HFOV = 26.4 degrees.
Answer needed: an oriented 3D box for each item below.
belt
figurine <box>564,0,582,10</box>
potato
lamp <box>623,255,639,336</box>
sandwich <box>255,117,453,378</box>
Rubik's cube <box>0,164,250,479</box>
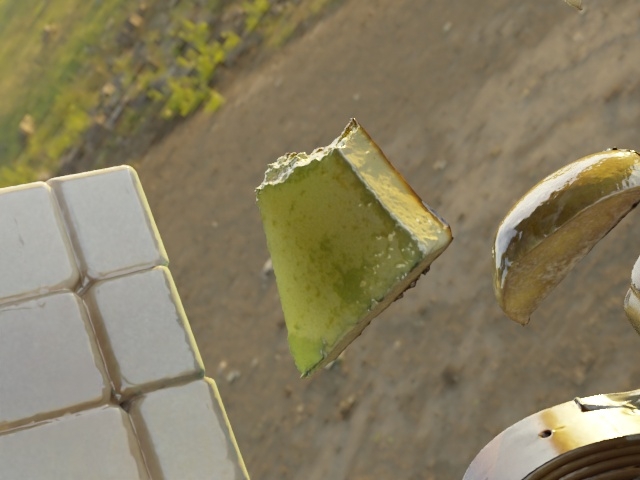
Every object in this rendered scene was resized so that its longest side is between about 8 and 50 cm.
[{"bbox_3d":[0.326,0.280,1.497,0.122,0.338,0.217,-136,38,-71],"label":"belt"},{"bbox_3d":[0.280,-0.307,1.579,0.051,0.083,0.047,-59,24,10],"label":"figurine"},{"bbox_3d":[0.251,-0.025,1.537,0.261,0.100,0.120,-53,46,36],"label":"potato"},{"bbox_3d":[0.392,0.077,1.311,0.161,0.185,0.161,-32,24,16],"label":"lamp"},{"bbox_3d":[0.000,0.000,1.149,0.058,0.162,0.193,-26,-18,-49],"label":"sandwich"},{"bbox_3d":[-0.288,0.161,1.199,0.316,0.318,0.322,69,153,17],"label":"Rubik's cube"}]
